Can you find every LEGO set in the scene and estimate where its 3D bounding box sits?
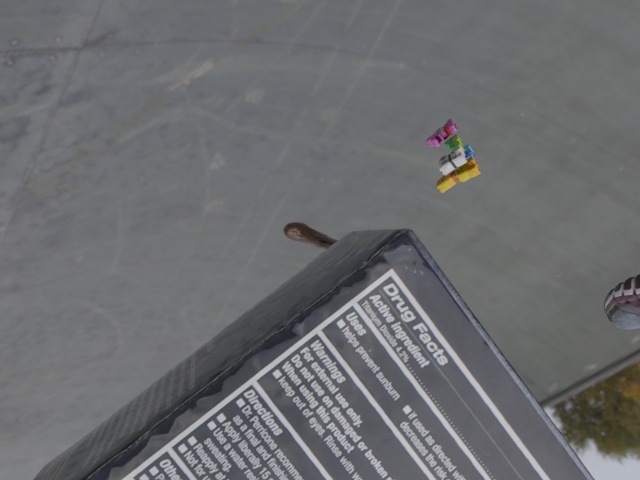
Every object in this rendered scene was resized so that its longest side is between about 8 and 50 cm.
[{"bbox_3d":[0.267,-0.160,1.576,0.093,0.087,0.227,-36,-162,19],"label":"LEGO set"}]

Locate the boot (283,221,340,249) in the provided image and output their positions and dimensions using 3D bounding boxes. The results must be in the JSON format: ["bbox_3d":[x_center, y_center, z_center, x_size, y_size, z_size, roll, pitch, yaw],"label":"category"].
[{"bbox_3d":[0.000,0.000,1.398,0.106,0.114,0.037,14,96,-32],"label":"boot"}]

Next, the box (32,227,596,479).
[{"bbox_3d":[0.010,0.194,0.504,0.294,0.296,0.183,-37,-175,-6],"label":"box"}]

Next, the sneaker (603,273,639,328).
[{"bbox_3d":[0.484,0.118,1.007,0.107,0.162,0.281,5,157,-14],"label":"sneaker"}]
